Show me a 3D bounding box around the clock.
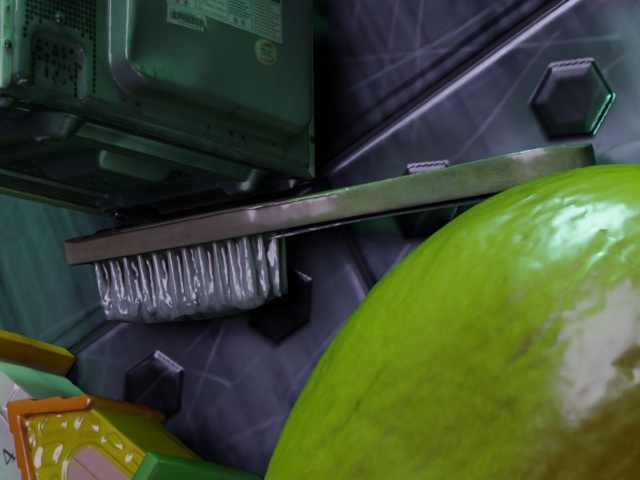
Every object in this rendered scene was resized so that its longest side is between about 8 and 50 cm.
[{"bbox_3d":[-0.198,0.160,1.015,0.255,0.106,0.220,34,96,33],"label":"clock"}]

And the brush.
[{"bbox_3d":[0.000,0.000,0.969,0.327,0.070,0.065,-11,90,27],"label":"brush"}]

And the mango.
[{"bbox_3d":[0.083,0.091,0.844,0.331,0.142,0.195,-38,56,20],"label":"mango"}]

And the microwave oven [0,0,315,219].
[{"bbox_3d":[-0.132,-0.100,0.950,0.194,0.240,0.145,-6,77,37],"label":"microwave oven"}]
